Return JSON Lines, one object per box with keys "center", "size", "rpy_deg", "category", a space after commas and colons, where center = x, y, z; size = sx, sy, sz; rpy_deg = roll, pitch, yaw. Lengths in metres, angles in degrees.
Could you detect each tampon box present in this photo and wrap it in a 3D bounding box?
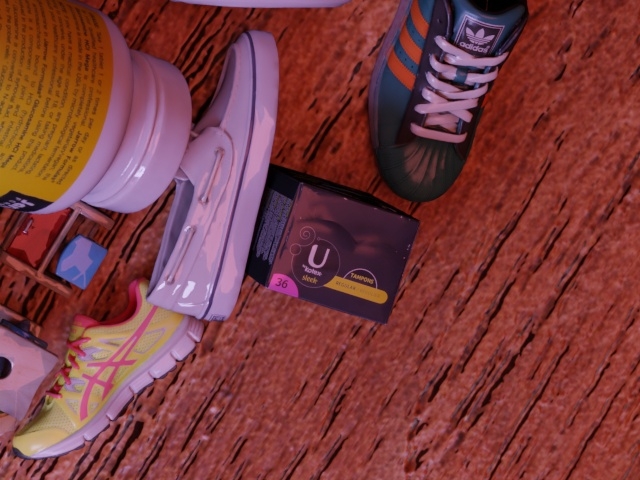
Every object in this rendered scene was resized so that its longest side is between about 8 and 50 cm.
{"center": [0.000, 0.000, 1.727], "size": [0.120, 0.161, 0.101], "rpy_deg": [17, 95, -17], "category": "tampon box"}

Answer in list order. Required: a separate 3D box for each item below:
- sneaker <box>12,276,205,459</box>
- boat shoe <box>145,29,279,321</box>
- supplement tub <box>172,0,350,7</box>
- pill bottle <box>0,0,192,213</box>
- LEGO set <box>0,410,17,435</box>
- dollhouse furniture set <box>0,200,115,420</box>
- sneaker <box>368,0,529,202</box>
{"center": [-0.210, 0.115, 1.737], "size": [0.208, 0.081, 0.094], "rpy_deg": [-43, 108, -16], "category": "sneaker"}
{"center": [-0.101, -0.064, 1.719], "size": [0.088, 0.096, 0.268], "rpy_deg": [11, 95, -17], "category": "boat shoe"}
{"center": [-0.053, -0.341, 1.636], "size": [0.191, 0.191, 0.272], "rpy_deg": [-1, 100, -15], "category": "supplement tub"}
{"center": [-0.280, -0.128, 1.580], "size": [0.334, 0.188, 0.188], "rpy_deg": [17, 95, -39], "category": "pill bottle"}
{"center": [-0.403, 0.142, 1.653], "size": [0.287, 0.132, 0.107], "rpy_deg": [-3, 107, -14], "category": "LEGO set"}
{"center": [-0.278, 0.035, 1.673], "size": [0.129, 0.129, 0.184], "rpy_deg": [31, 91, -18], "category": "dollhouse furniture set"}
{"center": [0.122, -0.178, 1.749], "size": [0.108, 0.121, 0.302], "rpy_deg": [9, 97, -16], "category": "sneaker"}
